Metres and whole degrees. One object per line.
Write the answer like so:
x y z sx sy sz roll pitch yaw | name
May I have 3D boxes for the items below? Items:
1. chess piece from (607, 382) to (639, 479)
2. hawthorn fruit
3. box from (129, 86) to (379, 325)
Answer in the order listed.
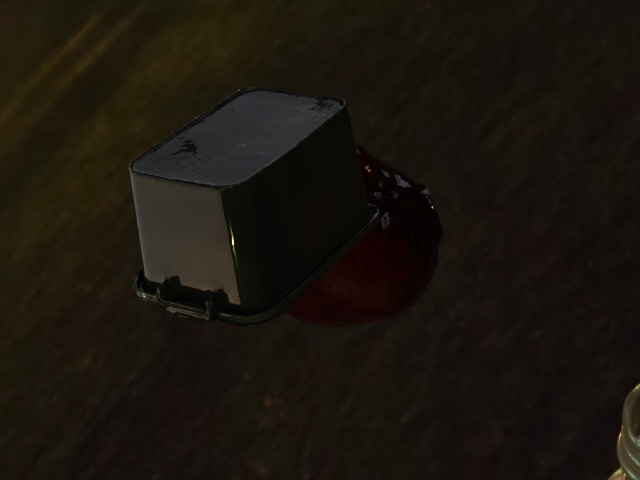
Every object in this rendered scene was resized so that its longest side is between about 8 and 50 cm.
0.305 0.170 0.969 0.124 0.139 0.307 -42 -31 -22 | chess piece
0.000 0.000 1.369 0.266 0.230 0.210 -18 69 45 | hawthorn fruit
-0.032 -0.021 0.577 0.084 0.069 0.122 12 35 30 | box
